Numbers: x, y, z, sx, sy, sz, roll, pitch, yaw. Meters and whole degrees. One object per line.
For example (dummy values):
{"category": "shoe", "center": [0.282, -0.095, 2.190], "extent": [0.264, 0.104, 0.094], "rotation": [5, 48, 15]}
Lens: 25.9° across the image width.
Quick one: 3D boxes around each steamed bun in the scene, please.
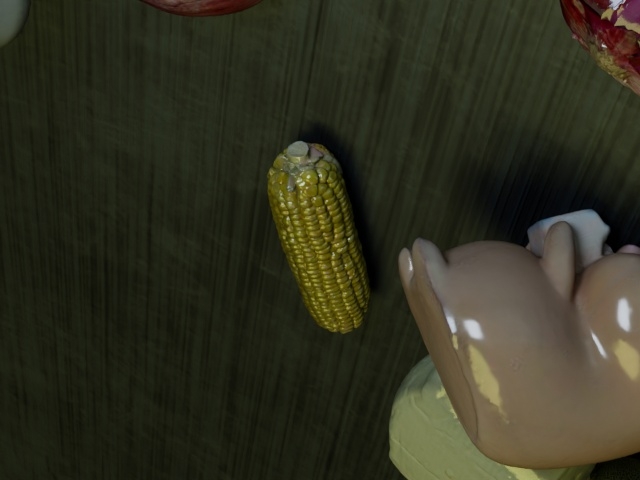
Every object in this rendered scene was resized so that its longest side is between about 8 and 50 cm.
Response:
{"category": "steamed bun", "center": [0.176, 0.187, 1.366], "extent": [0.200, 0.155, 0.250], "rotation": [40, 150, 17]}

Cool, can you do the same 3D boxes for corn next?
{"category": "corn", "center": [0.000, 0.000, 1.376], "extent": [0.080, 0.080, 0.238], "rotation": [14, 138, 30]}

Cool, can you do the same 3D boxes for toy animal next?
{"category": "toy animal", "center": [0.212, 0.083, 1.182], "extent": [0.195, 0.256, 0.213], "rotation": [105, 153, -79]}

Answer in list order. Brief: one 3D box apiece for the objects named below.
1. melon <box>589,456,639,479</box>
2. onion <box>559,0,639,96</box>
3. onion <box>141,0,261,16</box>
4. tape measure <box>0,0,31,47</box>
{"category": "melon", "center": [0.331, 0.283, 1.390], "extent": [0.162, 0.099, 0.099], "rotation": [39, 146, -6]}
{"category": "onion", "center": [0.241, -0.170, 0.951], "extent": [0.150, 0.140, 0.150], "rotation": [43, -171, -9]}
{"category": "onion", "center": [-0.163, -0.286, 1.153], "extent": [0.283, 0.120, 0.227], "rotation": [20, 138, 24]}
{"category": "tape measure", "center": [-0.351, -0.295, 1.258], "extent": [0.265, 0.130, 0.258], "rotation": [59, 148, 18]}
